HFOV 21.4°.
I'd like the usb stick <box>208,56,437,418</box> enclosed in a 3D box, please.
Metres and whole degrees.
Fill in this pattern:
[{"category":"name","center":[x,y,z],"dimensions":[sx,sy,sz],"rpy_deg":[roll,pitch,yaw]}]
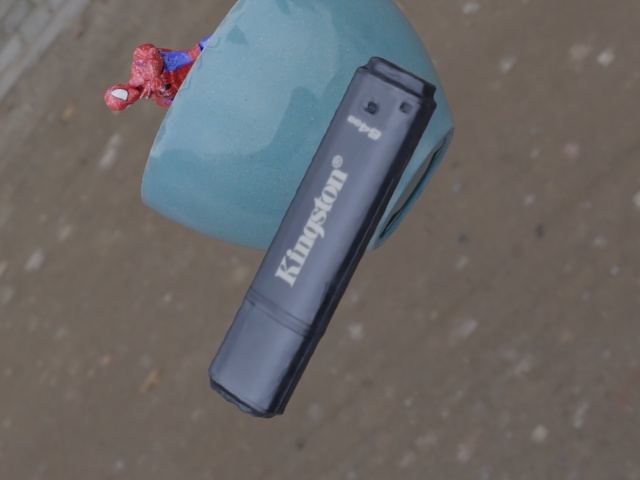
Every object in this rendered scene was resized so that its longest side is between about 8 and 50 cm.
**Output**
[{"category":"usb stick","center":[0.000,0.000,1.242],"dimensions":[0.077,0.045,0.278],"rpy_deg":[34,101,44]}]

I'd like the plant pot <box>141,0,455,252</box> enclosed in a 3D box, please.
[{"category":"plant pot","center":[0.004,-0.098,1.517],"dimensions":[0.290,0.195,0.290],"rpy_deg":[-55,-7,-11]}]

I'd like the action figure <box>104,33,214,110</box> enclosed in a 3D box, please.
[{"category":"action figure","center":[-0.095,-0.184,1.793],"dimensions":[0.280,0.091,0.139],"rpy_deg":[-22,38,2]}]
